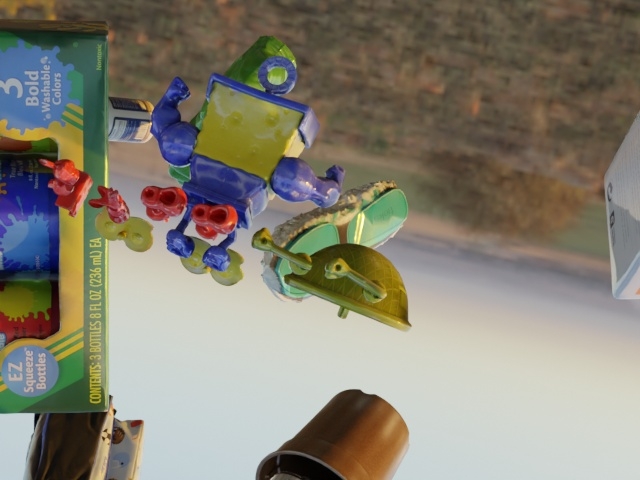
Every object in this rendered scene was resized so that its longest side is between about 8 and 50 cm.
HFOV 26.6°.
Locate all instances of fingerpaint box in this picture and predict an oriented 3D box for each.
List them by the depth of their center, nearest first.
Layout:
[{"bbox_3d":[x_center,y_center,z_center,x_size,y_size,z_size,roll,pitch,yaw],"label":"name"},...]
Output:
[{"bbox_3d":[-0.429,-0.029,1.559,0.371,0.444,0.163,1,-166,-9],"label":"fingerpaint box"}]

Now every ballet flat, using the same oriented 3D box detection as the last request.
[{"bbox_3d":[0.000,0.000,2.370,0.147,0.147,0.409,12,-155,34],"label":"ballet flat"}]

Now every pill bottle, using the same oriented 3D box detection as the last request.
[{"bbox_3d":[-0.313,-0.183,2.035,0.120,0.067,0.067,1,-173,-42],"label":"pill bottle"}]

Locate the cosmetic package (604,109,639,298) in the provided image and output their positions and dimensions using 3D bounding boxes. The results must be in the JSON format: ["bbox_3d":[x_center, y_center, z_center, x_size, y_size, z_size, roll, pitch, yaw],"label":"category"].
[{"bbox_3d":[0.449,-0.094,1.335,0.230,0.161,0.453,2,154,-2],"label":"cosmetic package"}]

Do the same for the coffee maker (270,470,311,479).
[{"bbox_3d":[-0.078,0.360,1.488,0.120,0.171,0.178,48,-139,2],"label":"coffee maker"}]

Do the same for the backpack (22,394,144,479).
[{"bbox_3d":[-0.388,0.379,2.119,0.213,0.276,0.263,20,145,-11],"label":"backpack"}]

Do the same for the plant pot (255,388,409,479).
[{"bbox_3d":[0.028,0.292,1.771,0.167,0.167,0.165,12,-143,28],"label":"plant pot"}]

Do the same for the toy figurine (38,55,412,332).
[{"bbox_3d":[-0.053,-0.078,1.260,0.363,0.217,0.191,20,164,13],"label":"toy figurine"}]

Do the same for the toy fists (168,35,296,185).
[{"bbox_3d":[-0.129,-0.163,1.898,0.096,0.142,0.279,41,143,-4],"label":"toy fists"}]
